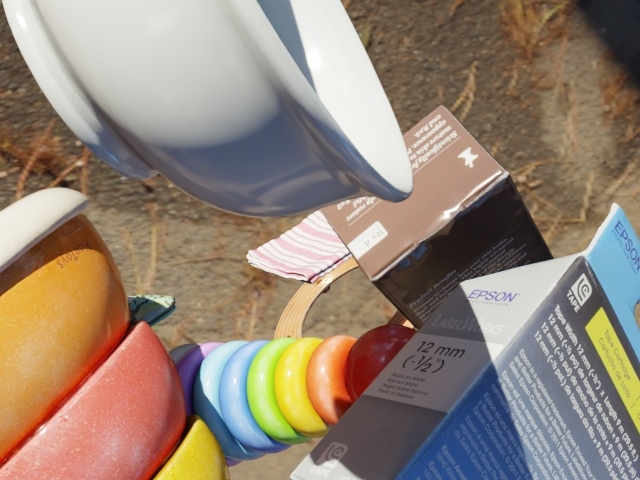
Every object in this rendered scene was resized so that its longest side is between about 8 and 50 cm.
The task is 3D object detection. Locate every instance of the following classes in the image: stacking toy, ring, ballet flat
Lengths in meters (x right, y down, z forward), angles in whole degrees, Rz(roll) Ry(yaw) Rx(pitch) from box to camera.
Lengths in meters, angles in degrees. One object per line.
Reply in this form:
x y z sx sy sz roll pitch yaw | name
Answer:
-0.023 0.152 1.032 0.141 0.330 0.141 17 67 -45 | stacking toy
-0.201 0.223 0.938 0.480 0.350 0.350 47 66 -5 | stacking toy
0.065 0.123 1.866 0.336 0.337 0.032 -51 123 -22 | ring
-0.244 0.097 1.131 0.188 0.070 0.070 -34 112 11 | ballet flat

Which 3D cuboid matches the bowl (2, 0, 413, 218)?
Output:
-0.076 -0.125 0.570 0.134 0.298 0.297 -27 109 13 | bowl

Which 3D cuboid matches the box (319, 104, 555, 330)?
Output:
0.170 0.024 1.300 0.191 0.143 0.381 -38 146 3 | box

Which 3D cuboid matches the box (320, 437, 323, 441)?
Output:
0.067 0.468 1.779 0.242 0.077 0.307 62 23 -19 | box

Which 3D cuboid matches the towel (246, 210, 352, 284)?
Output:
0.000 0.000 1.626 0.197 0.144 0.029 -34 123 -34 | towel

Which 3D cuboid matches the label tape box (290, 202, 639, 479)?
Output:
0.172 0.169 0.875 0.347 0.115 0.249 -45 117 -29 | label tape box
